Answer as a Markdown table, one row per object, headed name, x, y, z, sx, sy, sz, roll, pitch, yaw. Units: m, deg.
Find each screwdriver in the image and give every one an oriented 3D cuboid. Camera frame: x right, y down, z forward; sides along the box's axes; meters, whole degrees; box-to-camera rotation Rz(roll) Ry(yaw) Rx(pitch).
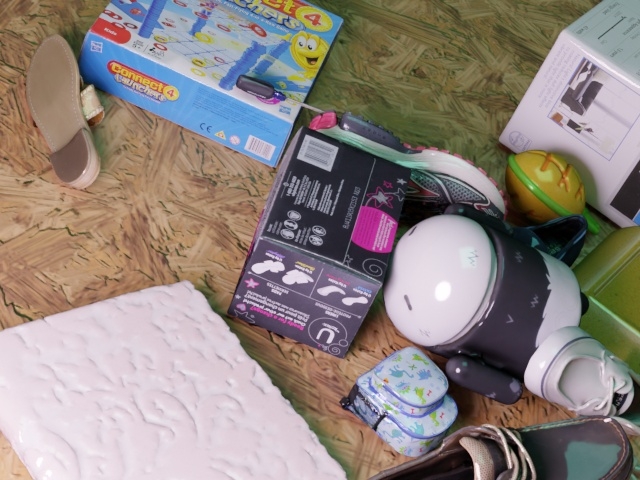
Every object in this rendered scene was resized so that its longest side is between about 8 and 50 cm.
| name | x | y | z | sx | sy | sz | roll | pitch | yaw |
| --- | --- | --- | --- | --- | --- | --- | --- | --- | --- |
| screwdriver | -0.036 | -0.185 | 2.007 | 0.170 | 0.025 | 0.024 | 23 | 38 | -17 |

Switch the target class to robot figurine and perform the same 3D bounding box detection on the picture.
| name | x | y | z | sx | sy | sz | roll | pitch | yaw |
| --- | --- | --- | --- | --- | --- | --- | --- | --- | --- |
| robot figurine | 0.205 | 0.076 | 1.832 | 0.278 | 0.173 | 0.209 | 23 | 14 | -31 |

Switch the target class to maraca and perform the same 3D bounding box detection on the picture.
| name | x | y | z | sx | sy | sz | roll | pitch | yaw |
| --- | --- | --- | --- | --- | --- | --- | --- | --- | --- |
| maraca | 0.338 | -0.067 | 2.150 | 0.186 | 0.099 | 0.127 | 29 | 25 | -36 |

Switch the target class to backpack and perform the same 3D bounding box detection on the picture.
| name | x | y | z | sx | sy | sz | roll | pitch | yaw |
| --- | --- | --- | --- | --- | --- | --- | --- | --- | --- |
| backpack | 0.102 | 0.189 | 1.742 | 0.114 | 0.084 | 0.105 | 45 | 45 | 18 |

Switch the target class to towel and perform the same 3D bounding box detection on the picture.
| name | x | y | z | sx | sy | sz | roll | pitch | yaw |
| --- | --- | --- | --- | --- | --- | --- | --- | --- | --- |
| towel | -0.181 | 0.199 | 1.604 | 0.317 | 0.053 | 0.332 | -16 | 55 | -41 |

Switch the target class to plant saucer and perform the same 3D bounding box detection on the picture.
| name | x | y | z | sx | sy | sz | roll | pitch | yaw |
| --- | --- | --- | --- | --- | --- | --- | --- | --- | --- |
| plant saucer | 0.486 | 0.120 | 2.030 | 0.333 | 0.081 | 0.333 | 38 | 41 | 15 |

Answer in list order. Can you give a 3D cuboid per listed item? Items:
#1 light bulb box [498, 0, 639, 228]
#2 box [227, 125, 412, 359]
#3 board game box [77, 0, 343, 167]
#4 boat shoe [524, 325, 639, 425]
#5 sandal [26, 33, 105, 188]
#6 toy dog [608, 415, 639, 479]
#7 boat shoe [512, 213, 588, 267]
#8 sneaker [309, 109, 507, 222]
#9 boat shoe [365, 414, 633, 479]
| name | x | y | z | sx | sy | sz | roll | pitch | yaw |
| --- | --- | --- | --- | --- | --- | --- | --- | --- | --- |
| light bulb box | 0.535 | -0.193 | 2.289 | 0.361 | 0.225 | 0.358 | 37 | 40 | 13 |
| box | 0.000 | 0.000 | 1.854 | 0.163 | 0.142 | 0.247 | 22 | 38 | -3 |
| board game box | -0.151 | -0.276 | 2.124 | 0.308 | 0.086 | 0.302 | 24 | 39 | -2 |
| boat shoe | 0.335 | 0.178 | 1.799 | 0.088 | 0.096 | 0.267 | 33 | 0 | 34 |
| sandal | -0.316 | -0.156 | 1.931 | 0.079 | 0.088 | 0.240 | 30 | 33 | -50 |
| toy dog | 0.376 | 0.367 | 1.675 | 0.220 | 0.161 | 0.334 | -22 | 43 | -39 |
| boat shoe | 0.267 | 0.014 | 2.021 | 0.109 | 0.089 | 0.258 | 41 | 42 | 19 |
| sneaker | 0.111 | -0.069 | 2.031 | 0.299 | 0.121 | 0.112 | 20 | 68 | -9 |
| boat shoe | 0.179 | 0.268 | 1.574 | 0.355 | 0.130 | 0.132 | -22 | 53 | -15 |
